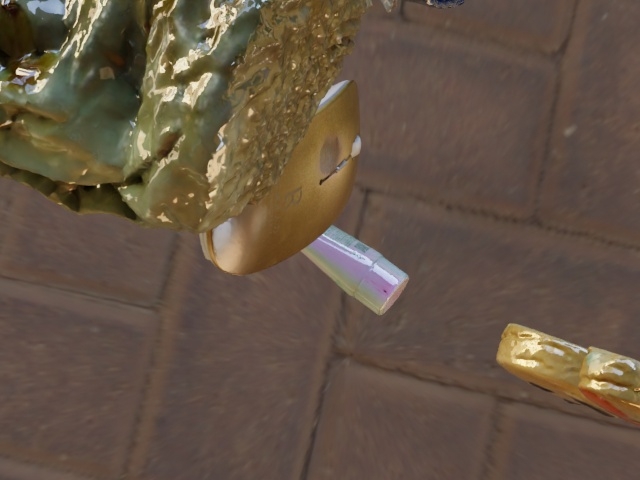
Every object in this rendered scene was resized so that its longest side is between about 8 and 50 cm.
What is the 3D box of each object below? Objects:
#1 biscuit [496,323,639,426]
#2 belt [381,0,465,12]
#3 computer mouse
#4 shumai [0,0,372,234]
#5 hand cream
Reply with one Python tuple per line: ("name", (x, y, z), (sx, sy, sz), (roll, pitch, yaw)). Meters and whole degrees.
("biscuit", (0.184, 0.086, 0.914), (0.234, 0.153, 0.030), (18, 84, 39))
("belt", (0.065, -0.306, 1.558), (0.122, 0.128, 0.218), (-29, 123, -34))
("computer mouse", (-0.018, -0.047, 1.340), (0.044, 0.199, 0.102), (17, 121, 28))
("shumai", (-0.095, -0.142, 1.153), (0.222, 0.225, 0.261), (29, 50, 13))
("hand cream", (0.000, 0.000, 1.731), (0.174, 0.076, 0.047), (37, 105, 10))
